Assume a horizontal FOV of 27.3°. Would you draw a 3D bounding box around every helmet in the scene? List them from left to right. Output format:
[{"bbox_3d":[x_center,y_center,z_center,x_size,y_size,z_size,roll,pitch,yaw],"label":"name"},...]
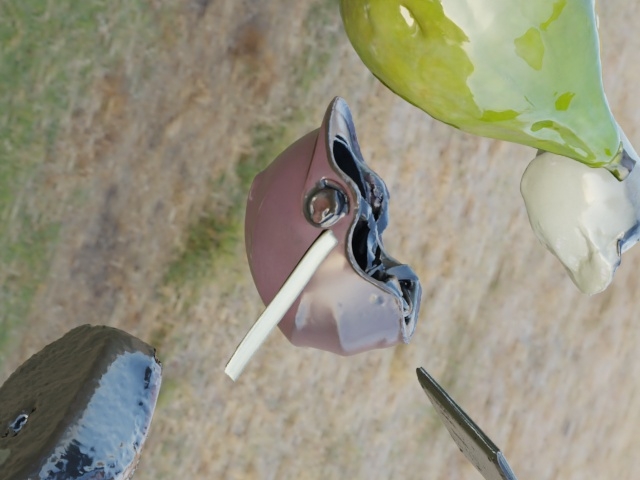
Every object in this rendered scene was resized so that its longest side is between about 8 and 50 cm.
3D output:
[{"bbox_3d":[0.000,0.000,1.750,0.271,0.197,0.338,-29,98,-77],"label":"helmet"}]

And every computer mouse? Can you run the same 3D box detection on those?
[{"bbox_3d":[-0.252,0.200,1.247,0.116,0.183,0.323,64,22,-23],"label":"computer mouse"}]

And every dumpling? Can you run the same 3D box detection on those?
[{"bbox_3d":[0.249,-0.039,1.296,0.092,0.150,0.176,-34,103,-33],"label":"dumpling"}]

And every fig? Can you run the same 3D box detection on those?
[{"bbox_3d":[0.169,-0.204,1.156,0.233,0.314,0.233,-60,170,-17],"label":"fig"}]

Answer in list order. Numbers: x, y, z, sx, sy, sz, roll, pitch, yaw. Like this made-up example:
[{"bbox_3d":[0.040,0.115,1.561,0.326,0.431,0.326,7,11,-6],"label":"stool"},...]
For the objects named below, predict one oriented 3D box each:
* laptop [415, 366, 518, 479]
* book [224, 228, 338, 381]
[{"bbox_3d":[0.157,0.208,1.297,0.016,0.180,0.129,-35,120,-6],"label":"laptop"},{"bbox_3d":[-0.031,0.048,1.099,0.138,0.016,0.198,-54,-179,0],"label":"book"}]
